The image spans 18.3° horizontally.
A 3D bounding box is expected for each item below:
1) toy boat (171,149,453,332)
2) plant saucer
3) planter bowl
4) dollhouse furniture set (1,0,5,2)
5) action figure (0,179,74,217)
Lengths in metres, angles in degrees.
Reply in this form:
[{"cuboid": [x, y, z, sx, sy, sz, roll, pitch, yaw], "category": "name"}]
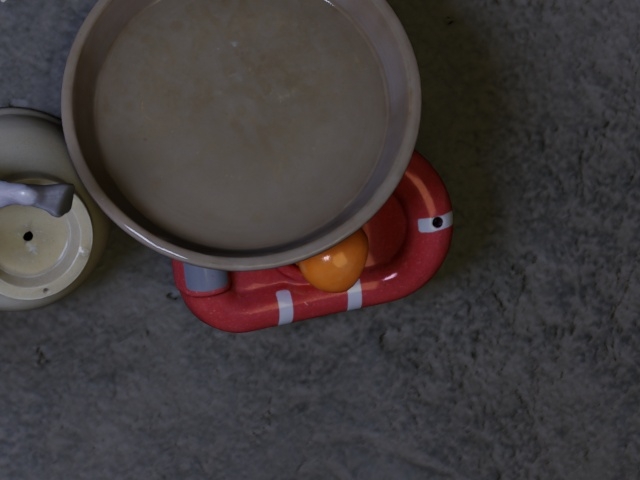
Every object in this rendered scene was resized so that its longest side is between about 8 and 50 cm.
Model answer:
[{"cuboid": [0.000, 0.000, 1.598, 0.231, 0.151, 0.151, -12, 108, -15], "category": "toy boat"}, {"cuboid": [-0.060, -0.105, 1.540, 0.278, 0.041, 0.278, 0, 73, 0], "category": "plant saucer"}, {"cuboid": [-0.232, -0.014, 1.540, 0.162, 0.109, 0.162, -5, 106, -18], "category": "planter bowl"}, {"cuboid": [-0.267, -0.241, 1.490, 0.081, 0.091, 0.114, -28, 83, -38], "category": "dollhouse furniture set"}, {"cuboid": [-0.349, -0.068, 1.422, 0.330, 0.178, 0.341, 28, 98, 9], "category": "action figure"}]
